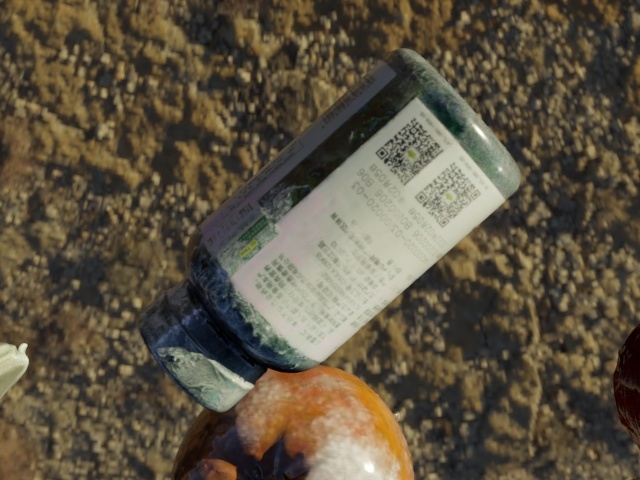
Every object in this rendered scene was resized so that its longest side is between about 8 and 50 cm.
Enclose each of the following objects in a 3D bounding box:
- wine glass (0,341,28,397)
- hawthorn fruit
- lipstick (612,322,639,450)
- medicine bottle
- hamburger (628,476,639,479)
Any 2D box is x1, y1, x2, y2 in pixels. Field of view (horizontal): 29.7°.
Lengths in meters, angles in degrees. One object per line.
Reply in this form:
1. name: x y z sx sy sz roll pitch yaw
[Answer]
1. wine glass: -0.097 0.162 0.481 0.156 0.156 0.232 -39 88 25
2. hawthorn fruit: -0.027 0.240 1.177 0.235 0.231 0.263 5 158 -2
3. lipstick: 0.114 0.043 0.239 0.073 0.279 0.073 0 89 4
4. medicine bottle: 0.000 0.000 0.909 0.293 0.141 0.141 -42 119 5
5. hamburger: 0.417 0.327 1.380 0.177 0.113 0.185 25 138 -19
